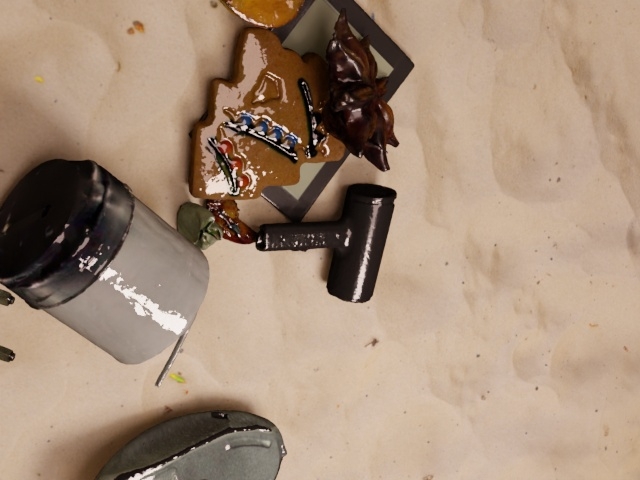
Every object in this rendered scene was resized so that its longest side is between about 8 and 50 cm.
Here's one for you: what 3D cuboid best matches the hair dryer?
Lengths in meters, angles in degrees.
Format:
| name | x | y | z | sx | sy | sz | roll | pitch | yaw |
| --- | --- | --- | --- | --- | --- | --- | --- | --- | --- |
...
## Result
| name | x | y | z | sx | sy | sz | roll | pitch | yaw |
| --- | --- | --- | --- | --- | --- | --- | --- | --- | --- |
| hair dryer | 0.000 | 0.000 | 1.809 | 0.251 | 0.089 | 0.197 | 2 | 109 | -32 |

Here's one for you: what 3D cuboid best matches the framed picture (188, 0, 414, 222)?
| name | x | y | z | sx | sy | sz | roll | pitch | yaw |
| --- | --- | --- | --- | --- | --- | --- | --- | --- | --- |
| framed picture | -0.022 | -0.231 | 1.756 | 0.265 | 0.016 | 0.347 | 38 | 85 | -35 |

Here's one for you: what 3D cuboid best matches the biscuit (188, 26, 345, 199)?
| name | x | y | z | sx | sy | sz | roll | pitch | yaw |
| --- | --- | --- | --- | --- | --- | --- | --- | --- | --- |
| biscuit | -0.090 | -0.171 | 1.701 | 0.301 | 0.043 | 0.278 | -49 | 124 | -7 |

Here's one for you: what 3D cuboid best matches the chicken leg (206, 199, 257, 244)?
| name | x | y | z | sx | sy | sz | roll | pitch | yaw |
| --- | --- | --- | --- | --- | --- | --- | --- | --- | --- |
| chicken leg | -0.136 | -0.025 | 1.754 | 0.145 | 0.037 | 0.062 | 46 | 66 | -34 |

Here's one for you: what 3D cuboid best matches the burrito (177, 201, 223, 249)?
| name | x | y | z | sx | sy | sz | roll | pitch | yaw |
| --- | --- | --- | --- | --- | --- | --- | --- | --- | --- |
| burrito | -0.185 | -0.017 | 1.675 | 0.044 | 0.118 | 0.074 | -9 | 104 | -33 |

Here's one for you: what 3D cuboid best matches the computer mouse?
| name | x | y | z | sx | sy | sz | roll | pitch | yaw |
| --- | --- | --- | --- | --- | --- | --- | --- | --- | --- |
| computer mouse | -0.232 | 0.391 | 1.793 | 0.374 | 0.114 | 0.203 | -11 | 110 | -36 |

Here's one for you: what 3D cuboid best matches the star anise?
| name | x | y | z | sx | sy | sz | roll | pitch | yaw |
| --- | --- | --- | --- | --- | --- | --- | --- | --- | --- |
| star anise | 0.047 | -0.225 | 1.699 | 0.102 | 0.272 | 0.272 | -14 | 122 | 19 |

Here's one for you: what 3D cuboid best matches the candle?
| name | x | y | z | sx | sy | sz | roll | pitch | yaw |
| --- | --- | --- | --- | --- | --- | --- | --- | --- | --- |
| candle | -0.296 | 0.047 | 1.571 | 0.221 | 0.221 | 0.342 | -53 | 128 | -5 |

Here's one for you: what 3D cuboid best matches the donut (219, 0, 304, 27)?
| name | x | y | z | sx | sy | sz | roll | pitch | yaw |
| --- | --- | --- | --- | --- | --- | --- | --- | --- | --- |
| donut | -0.099 | -0.409 | 1.619 | 0.178 | 0.065 | 0.162 | 39 | 81 | -34 |

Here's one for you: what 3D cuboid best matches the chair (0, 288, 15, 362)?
| name | x | y | z | sx | sy | sz | roll | pitch | yaw |
| --- | --- | --- | --- | --- | --- | --- | --- | --- | --- |
| chair | -0.571 | 0.119 | 1.475 | 0.270 | 0.147 | 0.136 | 17 | 130 | 6 |
